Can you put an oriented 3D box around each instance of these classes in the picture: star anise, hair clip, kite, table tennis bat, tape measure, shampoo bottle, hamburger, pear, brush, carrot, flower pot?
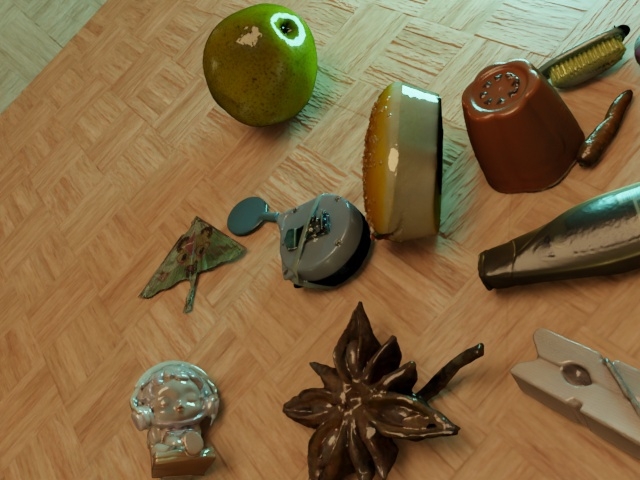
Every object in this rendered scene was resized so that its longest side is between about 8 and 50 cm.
[{"bbox_3d":[0.081,0.251,1.029,0.292,0.109,0.350,37,95,39],"label":"star anise"},{"bbox_3d":[0.395,0.213,0.832,0.330,0.085,0.101,27,76,47],"label":"hair clip"},{"bbox_3d":[-0.292,0.048,1.522,0.322,0.013,0.268,-25,46,23],"label":"kite"},{"bbox_3d":[-0.149,-0.054,1.486,0.155,0.019,0.100,2,61,40],"label":"table tennis bat"},{"bbox_3d":[0.004,-0.002,1.271,0.181,0.107,0.182,-31,42,24],"label":"tape measure"},{"bbox_3d":[0.405,-0.004,0.986,0.349,0.084,0.126,-21,46,24],"label":"shampoo bottle"},{"bbox_3d":[0.143,-0.138,1.186,0.151,0.227,0.295,4,56,12],"label":"hamburger"},{"bbox_3d":[-0.135,-0.411,1.560,0.294,0.294,0.295,-20,49,25],"label":"pear"},{"bbox_3d":[0.418,-0.291,1.213,0.296,0.068,0.060,-23,70,27],"label":"brush"},{"bbox_3d":[0.474,-0.187,1.105,0.035,0.036,0.165,28,77,45],"label":"carrot"},{"bbox_3d":[0.326,-0.200,1.127,0.190,0.173,0.191,-22,48,26],"label":"flower pot"}]

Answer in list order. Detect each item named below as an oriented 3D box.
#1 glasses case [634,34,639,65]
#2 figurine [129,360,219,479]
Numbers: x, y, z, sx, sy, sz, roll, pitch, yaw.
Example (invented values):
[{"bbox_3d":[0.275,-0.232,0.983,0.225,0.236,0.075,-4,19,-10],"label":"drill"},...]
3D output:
[{"bbox_3d":[0.612,-0.258,1.021,0.123,0.076,0.316,-37,44,10],"label":"glasses case"},{"bbox_3d":[-0.261,0.311,1.210,0.237,0.162,0.141,-105,26,-44],"label":"figurine"}]
